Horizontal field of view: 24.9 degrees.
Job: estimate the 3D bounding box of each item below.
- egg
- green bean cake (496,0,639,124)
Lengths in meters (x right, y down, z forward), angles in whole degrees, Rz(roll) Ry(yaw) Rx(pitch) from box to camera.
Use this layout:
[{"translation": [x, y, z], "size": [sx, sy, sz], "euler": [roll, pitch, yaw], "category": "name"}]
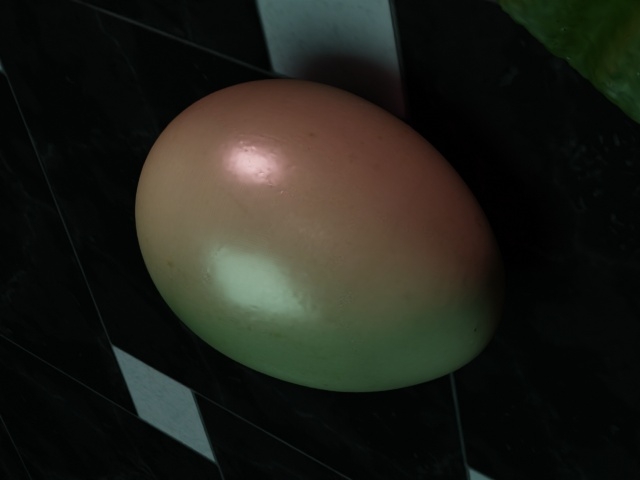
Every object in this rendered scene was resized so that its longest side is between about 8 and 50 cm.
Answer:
[{"translation": [0.000, 0.000, 0.934], "size": [0.254, 0.188, 0.188], "euler": [28, 146, 18], "category": "egg"}, {"translation": [0.183, -0.139, 0.469], "size": [0.250, 0.247, 0.156], "euler": [43, 151, 7], "category": "green bean cake"}]
